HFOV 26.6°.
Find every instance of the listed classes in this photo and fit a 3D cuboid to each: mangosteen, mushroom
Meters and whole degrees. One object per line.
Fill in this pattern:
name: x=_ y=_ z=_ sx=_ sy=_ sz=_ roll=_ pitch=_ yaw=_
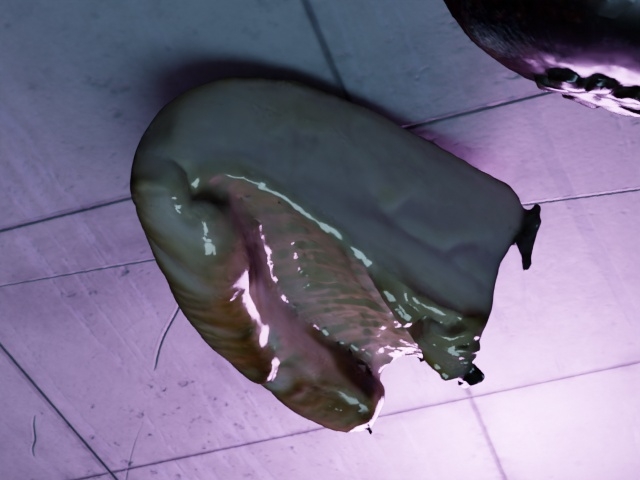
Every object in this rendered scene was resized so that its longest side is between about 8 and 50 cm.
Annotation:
mangosteen: x=0.237 y=-0.247 z=0.990 sx=0.330 sy=0.330 sz=0.330 roll=-2 pitch=140 yaw=-2
mushroom: x=-0.036 y=0.008 z=1.353 sx=0.397 sy=0.224 sz=0.313 roll=28 pitch=146 yaw=-22
